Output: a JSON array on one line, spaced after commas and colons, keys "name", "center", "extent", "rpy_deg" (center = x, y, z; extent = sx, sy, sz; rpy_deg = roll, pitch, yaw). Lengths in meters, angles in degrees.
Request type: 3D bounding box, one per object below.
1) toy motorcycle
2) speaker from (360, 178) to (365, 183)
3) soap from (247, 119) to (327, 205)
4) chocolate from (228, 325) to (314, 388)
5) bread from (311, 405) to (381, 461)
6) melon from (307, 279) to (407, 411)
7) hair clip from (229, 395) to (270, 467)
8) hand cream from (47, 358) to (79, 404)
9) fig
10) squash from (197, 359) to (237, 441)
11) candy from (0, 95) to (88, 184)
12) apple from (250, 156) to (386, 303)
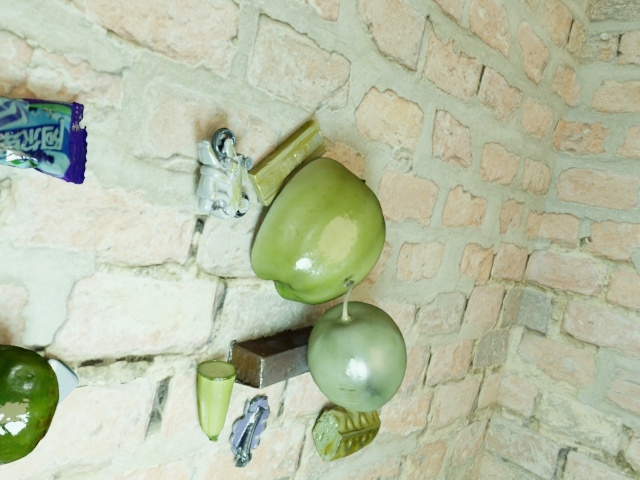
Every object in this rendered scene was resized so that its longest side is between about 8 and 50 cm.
[{"name": "toy motorcycle", "center": [-0.217, -0.127, 1.242], "extent": [0.151, 0.074, 0.229], "rpy_deg": [-45, 142, -38]}, {"name": "speaker", "center": [0.050, -0.153, 1.567], "extent": [0.191, 0.040, 0.046], "rpy_deg": [-4, 106, -49]}, {"name": "soap", "center": [-0.077, -0.197, 1.408], "extent": [0.252, 0.037, 0.092], "rpy_deg": [-46, 134, -30]}, {"name": "chocolate", "center": [-0.094, 0.309, 1.500], "extent": [0.321, 0.111, 0.112], "rpy_deg": [-3, 102, -49]}, {"name": "bread", "center": [0.092, 0.596, 1.798], "extent": [0.267, 0.129, 0.152], "rpy_deg": [7, 93, -51]}, {"name": "melon", "center": [0.096, 0.295, 1.444], "extent": [0.308, 0.271, 0.272], "rpy_deg": [45, 68, -38]}, {"name": "hair clip", "center": [-0.184, 0.508, 1.512], "extent": [0.124, 0.052, 0.196], "rpy_deg": [37, 69, -54]}, {"name": "hand cream", "center": [-0.550, 0.331, 1.026], "extent": [0.255, 0.048, 0.079], "rpy_deg": [-52, 134, -26]}, {"name": "fig", "center": [-0.551, 0.265, 0.895], "extent": [0.244, 0.195, 0.196], "rpy_deg": [2, 101, -53]}, {"name": "squash", "center": [-0.255, 0.401, 1.375], "extent": [0.094, 0.094, 0.225], "rpy_deg": [-16, 121, -45]}, {"name": "candy", "center": [-0.503, -0.170, 0.904], "extent": [0.275, 0.070, 0.145], "rpy_deg": [1, 93, -47]}, {"name": "apple", "center": [0.000, 0.000, 1.489], "extent": [0.320, 0.311, 0.360], "rpy_deg": [39, 74, -5]}]
